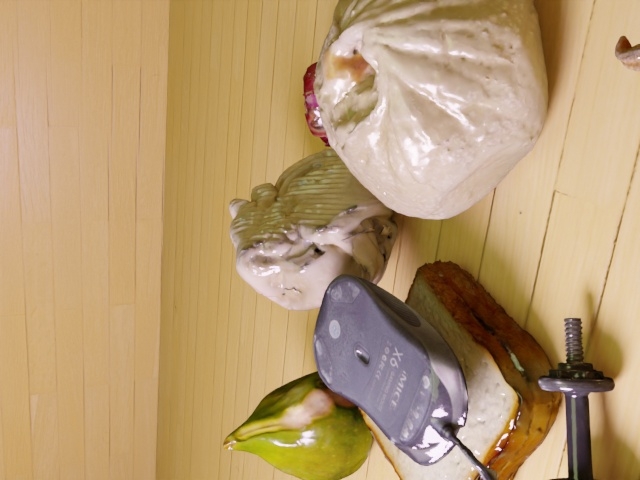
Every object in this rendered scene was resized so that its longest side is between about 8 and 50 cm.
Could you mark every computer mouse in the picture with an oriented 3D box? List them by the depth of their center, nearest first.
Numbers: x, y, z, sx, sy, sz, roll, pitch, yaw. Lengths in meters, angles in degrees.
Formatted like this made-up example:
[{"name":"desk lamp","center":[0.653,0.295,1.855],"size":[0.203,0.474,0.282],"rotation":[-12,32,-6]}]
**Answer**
[{"name":"computer mouse","center":[0.111,0.174,0.841],"size":[0.379,0.090,0.167],"rotation":[45,125,46]}]

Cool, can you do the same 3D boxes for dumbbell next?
[{"name":"dumbbell","center":[0.278,0.212,0.713],"size":[0.110,0.110,0.255],"rotation":[-14,74,63]}]

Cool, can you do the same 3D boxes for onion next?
[{"name":"onion","center":[0.040,-0.243,1.151],"size":[0.150,0.140,0.150],"rotation":[-10,-90,-73]}]

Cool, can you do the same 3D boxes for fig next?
[{"name":"fig","center":[-0.047,0.334,1.176],"size":[0.206,0.274,0.206],"rotation":[18,111,63]}]

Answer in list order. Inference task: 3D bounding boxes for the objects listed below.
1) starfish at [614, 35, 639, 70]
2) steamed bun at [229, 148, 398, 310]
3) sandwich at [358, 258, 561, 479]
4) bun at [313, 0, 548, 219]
[{"name":"starfish","center":[0.371,-0.230,0.468],"size":[0.327,0.094,0.375],"rotation":[59,144,10]},{"name":"steamed bun","center":[0.000,0.000,1.126],"size":[0.280,0.267,0.207],"rotation":[-108,-8,-54]},{"name":"sandwich","center":[0.180,0.217,0.906],"size":[0.271,0.099,0.301],"rotation":[52,134,43]},{"name":"bun","center":[0.113,-0.202,0.851],"size":[0.352,0.227,0.349],"rotation":[-125,39,-49]}]
